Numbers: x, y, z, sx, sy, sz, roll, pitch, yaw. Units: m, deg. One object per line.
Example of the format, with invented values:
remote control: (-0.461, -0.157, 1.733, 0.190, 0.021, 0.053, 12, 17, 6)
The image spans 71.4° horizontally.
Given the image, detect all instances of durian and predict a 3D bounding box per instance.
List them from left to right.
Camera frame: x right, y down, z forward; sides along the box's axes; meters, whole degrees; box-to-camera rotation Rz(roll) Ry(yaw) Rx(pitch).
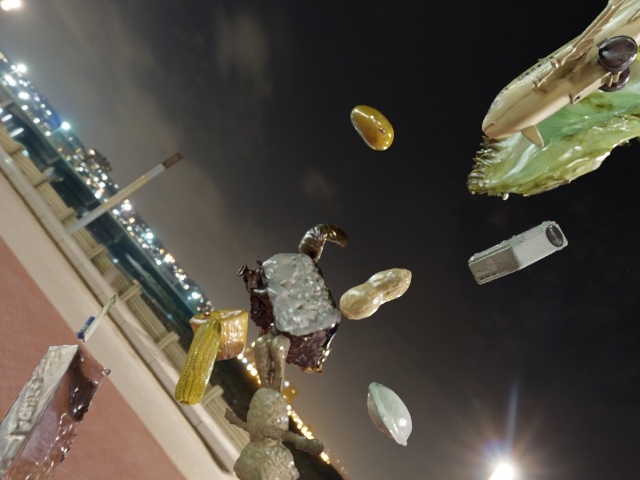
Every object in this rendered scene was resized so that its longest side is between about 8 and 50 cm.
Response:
durian: (0.388, -0.172, 0.707, 0.198, 0.394, 0.163, 52, -14, 26)

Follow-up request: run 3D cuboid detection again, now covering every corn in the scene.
corn: (-0.324, 0.325, 1.200, 0.080, 0.231, 0.080, 11, -26, 6)

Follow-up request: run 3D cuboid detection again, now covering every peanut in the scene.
peanut: (0.130, 0.122, 1.047, 0.082, 0.187, 0.082, 59, -4, 6)

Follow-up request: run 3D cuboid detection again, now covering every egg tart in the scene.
egg tart: (-0.342, 0.322, 1.524, 0.202, 0.202, 0.147, 177, -92, -68)

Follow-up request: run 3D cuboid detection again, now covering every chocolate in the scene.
chocolate: (-0.548, 0.348, 0.880, 0.321, 0.111, 0.112, -86, 167, -54)

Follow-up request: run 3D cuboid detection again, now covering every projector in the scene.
projector: (0.619, 0.034, 1.406, 0.099, 0.256, 0.192, 66, -29, 9)

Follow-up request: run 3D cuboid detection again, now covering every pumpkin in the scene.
pumpkin: (0.000, 0.000, 1.510, 0.108, 0.183, 0.119, 63, -14, -17)

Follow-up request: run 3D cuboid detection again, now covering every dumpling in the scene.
dumpling: (0.201, 0.541, 1.363, 0.105, 0.149, 0.217, -36, -100, 38)

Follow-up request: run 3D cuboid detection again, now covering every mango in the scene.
mango: (0.199, -0.454, 1.757, 0.156, 0.114, 0.251, 47, 11, -52)

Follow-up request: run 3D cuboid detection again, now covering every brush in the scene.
brush: (-0.608, 0.208, 1.215, 0.178, 0.030, 0.033, -84, -178, -61)

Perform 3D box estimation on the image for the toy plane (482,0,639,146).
toy plane: (0.310, -0.206, 0.539, 0.092, 0.244, 0.229, 53, 23, 18)

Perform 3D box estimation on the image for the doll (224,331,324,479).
doll: (-0.106, 0.330, 0.848, 0.091, 0.202, 0.286, -24, 92, -78)

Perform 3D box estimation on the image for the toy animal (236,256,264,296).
toy animal: (-0.245, 0.168, 1.770, 0.180, 0.116, 0.218, 61, -26, -7)

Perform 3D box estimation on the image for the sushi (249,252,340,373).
sushi: (-0.087, 0.197, 1.289, 0.349, 0.234, 0.208, -108, -161, -46)

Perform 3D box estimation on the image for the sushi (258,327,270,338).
sushi: (-0.104, 0.291, 1.642, 0.343, 0.196, 0.182, -50, -140, 47)
